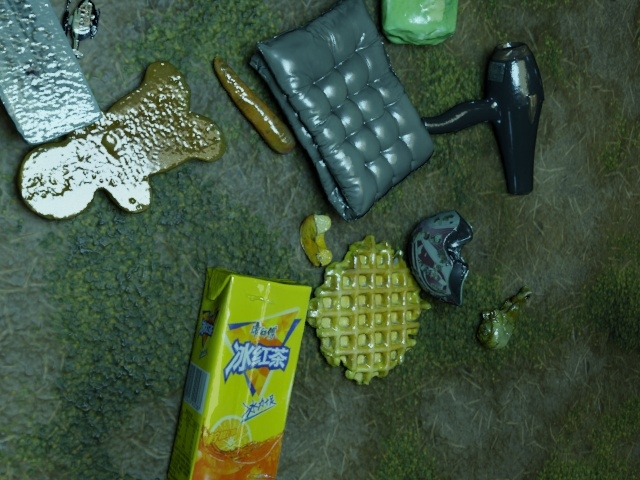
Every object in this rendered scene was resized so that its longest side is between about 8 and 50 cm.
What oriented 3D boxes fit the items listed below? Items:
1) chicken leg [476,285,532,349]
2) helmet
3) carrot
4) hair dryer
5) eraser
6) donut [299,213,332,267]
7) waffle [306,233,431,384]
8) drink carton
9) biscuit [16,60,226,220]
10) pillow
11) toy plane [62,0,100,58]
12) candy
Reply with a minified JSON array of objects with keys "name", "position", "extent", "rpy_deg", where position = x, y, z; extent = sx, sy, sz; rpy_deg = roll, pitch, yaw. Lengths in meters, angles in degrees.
[{"name":"chicken leg","position":[0.385,0.151,1.430],"extent":[0.178,0.070,0.093],"rpy_deg":[-39,131,-30]},{"name":"helmet","position":[0.216,0.029,1.286],"extent":[0.153,0.107,0.177],"rpy_deg":[18,78,-68]},{"name":"carrot","position":[-0.110,-0.215,1.118],"extent":[0.191,0.047,0.047],"rpy_deg":[46,72,-20]},{"name":"hair dryer","position":[0.276,-0.203,1.334],"extent":[0.359,0.120,0.303],"rpy_deg":[-17,118,-18]},{"name":"eraser","position":[-0.410,-0.297,0.890],"extent":[0.111,0.077,0.352],"rpy_deg":[-27,102,-22]},{"name":"donut","position":[0.000,0.000,1.192],"extent":[0.038,0.067,0.083],"rpy_deg":[-15,69,-45]},{"name":"waffle","position":[0.091,0.129,1.265],"extent":[0.245,0.052,0.254],"rpy_deg":[-46,114,-20]},{"name":"drink carton","position":[-0.129,0.228,1.113],"extent":[0.155,0.111,0.351],"rpy_deg":[11,88,-32]},{"name":"biscuit","position":[-0.298,-0.134,1.010],"extent":[0.301,0.049,0.197],"rpy_deg":[-37,103,-23]},{"name":"pillow","position":[0.050,-0.223,1.148],"extent":[0.228,0.101,0.326],"rpy_deg":[-39,106,-27]},{"name":"toy plane","position":[-0.342,-0.297,0.978],"extent":[0.049,0.031,0.120],"rpy_deg":[9,88,-25]},{"name":"candy","position":[0.172,-0.516,1.209],"extent":[0.142,0.132,0.343],"rpy_deg":[2,93,12]}]
